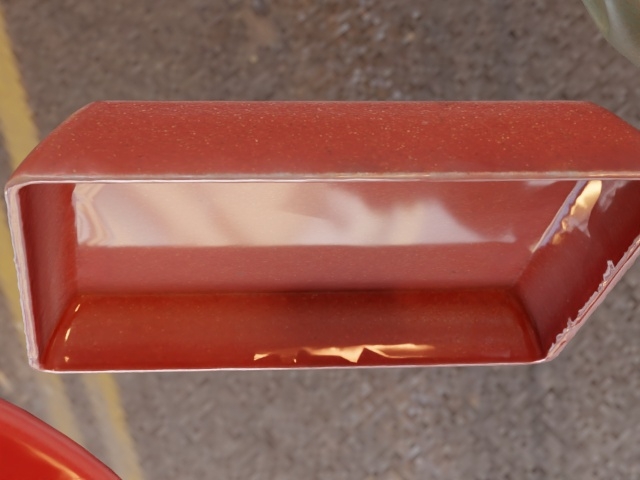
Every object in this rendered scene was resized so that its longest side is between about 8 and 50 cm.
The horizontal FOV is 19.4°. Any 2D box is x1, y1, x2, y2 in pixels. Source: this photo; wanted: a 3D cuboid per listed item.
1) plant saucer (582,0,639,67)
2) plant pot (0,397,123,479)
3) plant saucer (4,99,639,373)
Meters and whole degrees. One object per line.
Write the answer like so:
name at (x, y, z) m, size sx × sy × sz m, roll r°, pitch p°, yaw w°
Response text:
plant saucer at (0.110, -0.134, 0.729) m, size 0.195 × 0.037 × 0.195 m, roll -21°, pitch -90°, yaw -85°
plant pot at (-0.152, 0.197, 0.447) m, size 0.243 × 0.275 × 0.275 m, roll -29°, pitch 101°, yaw 24°
plant saucer at (0.000, 0.000, 0.808) m, size 0.258 × 0.259 × 0.047 m, roll 107°, pitch 160°, yaw -69°
